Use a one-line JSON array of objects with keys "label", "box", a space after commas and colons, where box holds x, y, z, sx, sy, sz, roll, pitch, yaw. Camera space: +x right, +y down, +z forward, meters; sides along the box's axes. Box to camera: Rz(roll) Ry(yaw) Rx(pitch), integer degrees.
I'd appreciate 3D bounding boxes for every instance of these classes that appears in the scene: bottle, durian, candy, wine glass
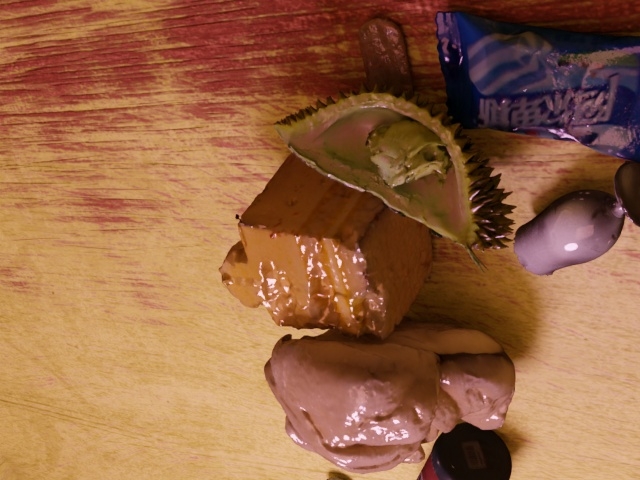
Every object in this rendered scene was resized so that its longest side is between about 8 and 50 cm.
[{"label": "bottle", "box": [0.235, 0.477, 1.898, 0.144, 0.144, 0.336, 30, 140, 10]}, {"label": "durian", "box": [0.123, -0.099, 1.411, 0.356, 0.169, 0.157, 34, 165, 16]}, {"label": "candy", "box": [0.299, -0.193, 1.294, 0.331, 0.077, 0.187, 15, 135, 28]}, {"label": "wine glass", "box": [0.362, -0.025, 1.382, 0.103, 0.103, 0.222, 45, 145, -8]}]

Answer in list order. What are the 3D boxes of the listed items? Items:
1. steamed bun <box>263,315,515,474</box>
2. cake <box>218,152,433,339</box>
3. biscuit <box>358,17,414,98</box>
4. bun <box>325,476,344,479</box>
[{"label": "steamed bun", "box": [0.105, 0.244, 1.618, 0.325, 0.372, 0.230, 1, 93, 56]}, {"label": "cake", "box": [0.000, 0.000, 1.565, 0.286, 0.227, 0.222, 10, 132, 29]}, {"label": "biscuit", "box": [0.092, -0.246, 1.435, 0.071, 0.018, 0.147, 9, 130, 30]}, {"label": "bun", "box": [0.041, 0.531, 2.152, 0.083, 0.045, 0.083, 19, 132, 22]}]
